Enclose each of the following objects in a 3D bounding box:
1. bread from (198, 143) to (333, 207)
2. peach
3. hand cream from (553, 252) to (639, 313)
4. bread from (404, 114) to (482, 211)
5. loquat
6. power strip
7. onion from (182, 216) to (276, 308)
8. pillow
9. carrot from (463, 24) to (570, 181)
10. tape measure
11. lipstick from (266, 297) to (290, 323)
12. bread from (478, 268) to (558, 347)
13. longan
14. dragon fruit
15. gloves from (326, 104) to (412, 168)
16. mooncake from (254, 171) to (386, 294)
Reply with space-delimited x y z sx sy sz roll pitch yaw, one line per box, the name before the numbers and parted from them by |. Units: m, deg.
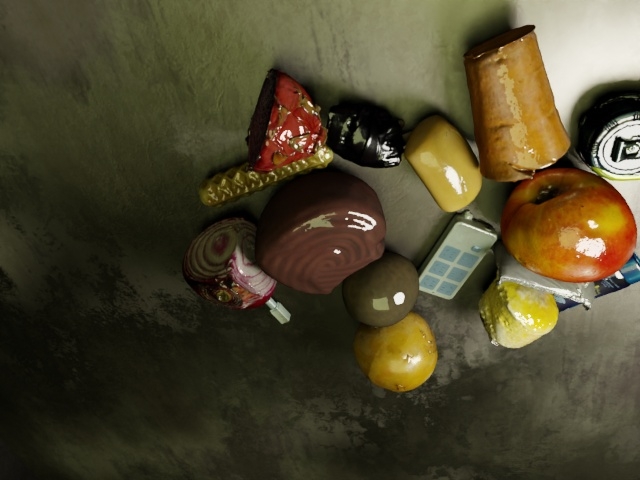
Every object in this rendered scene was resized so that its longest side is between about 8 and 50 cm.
bread | -0.138 -0.160 1.306 0.367 0.084 0.077 -17 83 22
peach | 0.542 -0.023 1.202 0.280 0.238 0.281 4 135 4
hand cream | 0.690 0.113 1.406 0.120 0.061 0.270 39 131 -25
bread | 0.280 -0.167 1.189 0.217 0.147 0.098 44 159 -27
loquat | 0.209 0.298 1.508 0.235 0.235 0.235 4 128 6
power strip | 0.345 0.045 1.407 0.118 0.046 0.270 21 127 -7
onion | -0.235 0.078 1.431 0.207 0.216 0.206 -11 142 29
pillow | 0.542 0.074 1.322 0.255 0.169 0.059 15 133 0
carrot | 0.369 -0.270 1.081 0.196 0.196 0.254 -19 116 22
tape measure | 0.637 -0.205 1.130 0.186 0.112 0.199 -2 126 13
lipstick | -0.139 0.192 1.605 0.030 0.030 0.129 -25 120 26
bread | 0.500 0.166 1.393 0.197 0.197 0.170 24 134 -9
longan | 0.152 0.127 1.412 0.212 0.198 0.198 -11 125 26
dragon fruit | -0.064 -0.241 1.163 0.148 0.218 0.224 10 130 -19
gloves | 0.120 -0.224 1.201 0.203 0.124 0.164 14 147 8
mooncake | 0.000 0.000 1.330 0.325 0.174 0.334 -11 135 6
